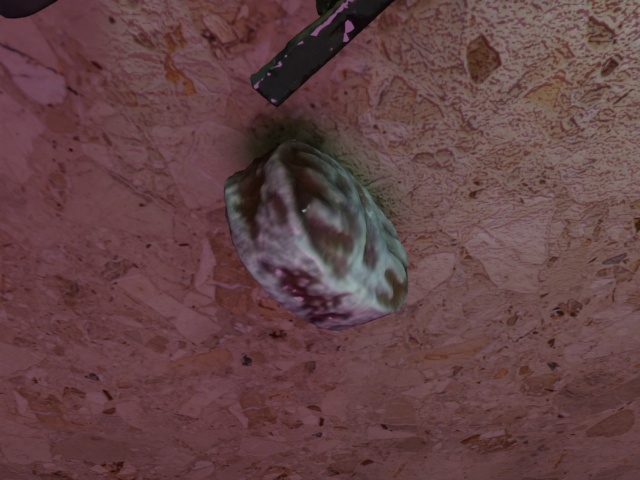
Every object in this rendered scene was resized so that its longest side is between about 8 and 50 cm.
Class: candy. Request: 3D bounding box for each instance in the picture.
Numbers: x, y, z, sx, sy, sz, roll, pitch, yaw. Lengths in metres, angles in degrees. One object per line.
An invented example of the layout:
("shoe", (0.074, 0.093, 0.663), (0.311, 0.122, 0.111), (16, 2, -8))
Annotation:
("candy", (0.000, 0.000, 0.721), (0.157, 0.214, 0.289), (-25, 138, 27))

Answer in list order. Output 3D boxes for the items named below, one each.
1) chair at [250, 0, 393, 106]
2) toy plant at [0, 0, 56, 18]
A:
("chair", (0.055, -0.319, 0.324), (0.416, 0.240, 0.203), (-31, 130, 31))
("toy plant", (-0.317, -0.326, 0.325), (0.280, 0.185, 0.400), (-26, 142, 14))
